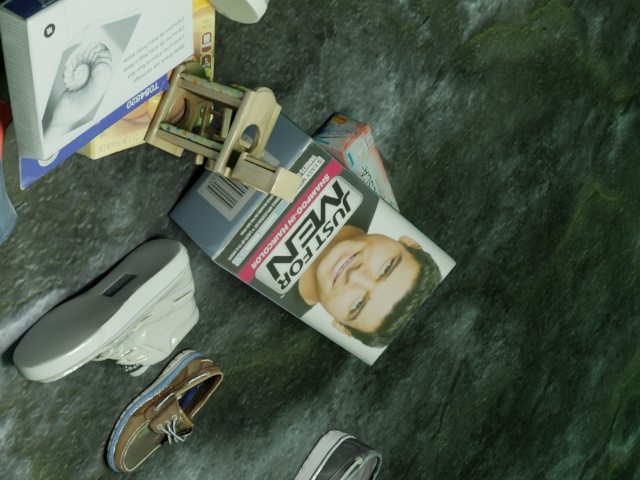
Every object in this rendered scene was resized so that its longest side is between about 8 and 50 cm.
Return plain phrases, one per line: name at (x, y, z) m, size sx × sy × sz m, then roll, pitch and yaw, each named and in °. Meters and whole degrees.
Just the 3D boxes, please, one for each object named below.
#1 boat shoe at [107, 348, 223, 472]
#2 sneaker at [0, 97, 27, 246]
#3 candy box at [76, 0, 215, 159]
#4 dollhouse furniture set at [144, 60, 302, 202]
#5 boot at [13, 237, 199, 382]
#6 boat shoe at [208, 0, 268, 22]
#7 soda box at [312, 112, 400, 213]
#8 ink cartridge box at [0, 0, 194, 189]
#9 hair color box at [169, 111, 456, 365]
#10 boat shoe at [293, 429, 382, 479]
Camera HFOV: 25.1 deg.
boat shoe at (-0.192, 0.216, 1.785) m, size 0.183 × 0.066 × 0.066 m, roll -54°, pitch 142°, yaw -19°
sneaker at (-0.364, 0.016, 1.406) m, size 0.148 × 0.131 × 0.350 m, roll -15°, pitch 125°, yaw -59°
candy box at (-0.199, -0.261, 1.504) m, size 0.183 × 0.087 × 0.316 m, roll -25°, pitch 127°, yaw -46°
dollhouse furniture set at (-0.059, -0.106, 1.543) m, size 0.161 × 0.182 × 0.101 m, roll 23°, pitch 90°, yaw -57°
boot at (-0.232, 0.113, 1.651) m, size 0.258 × 0.095 × 0.123 m, roll -39°, pitch 129°, yaw -36°
boat shoe at (-0.105, -0.316, 1.469) m, size 0.081 × 0.079 × 0.227 m, roll -68°, pitch 153°, yaw -21°
soda box at (0.049, -0.084, 1.945) m, size 0.058 × 0.063 × 0.183 m, roll -47°, pitch 140°, yaw -23°
ink cartridge box at (-0.206, -0.175, 1.376) m, size 0.223 × 0.045 × 0.224 m, roll -43°, pitch 151°, yaw -36°
hair color box at (0.000, 0.000, 1.826) m, size 0.185 × 0.113 × 0.374 m, roll -50°, pitch 140°, yaw 2°
boat shoe at (-0.008, 0.427, 2.106) m, size 0.301 × 0.102 × 0.108 m, roll -57°, pitch 143°, yaw -15°
